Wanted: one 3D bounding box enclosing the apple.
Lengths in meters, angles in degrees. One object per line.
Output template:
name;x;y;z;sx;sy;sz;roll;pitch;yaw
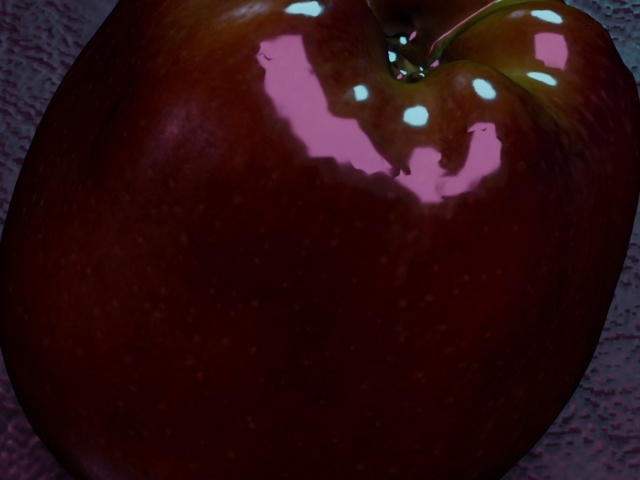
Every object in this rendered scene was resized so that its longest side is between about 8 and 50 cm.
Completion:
apple;0.000;0.000;0.854;0.288;0.317;0.288;13;43;-13
